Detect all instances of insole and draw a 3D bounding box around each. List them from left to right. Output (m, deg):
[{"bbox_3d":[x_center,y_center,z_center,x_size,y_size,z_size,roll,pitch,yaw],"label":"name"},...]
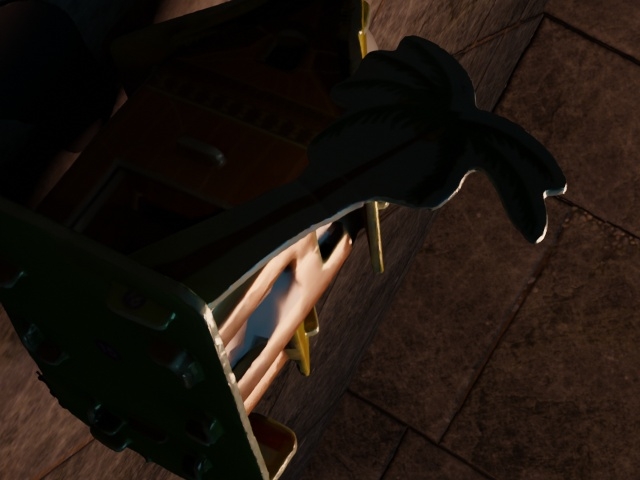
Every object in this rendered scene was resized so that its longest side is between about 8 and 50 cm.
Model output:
[{"bbox_3d":[-0.173,-0.102,0.814,0.080,0.003,0.232,-59,169,-3],"label":"insole"}]

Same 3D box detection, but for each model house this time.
[{"bbox_3d":[0.000,0.000,0.862,0.323,0.340,0.300,-55,154,-26],"label":"model house"}]

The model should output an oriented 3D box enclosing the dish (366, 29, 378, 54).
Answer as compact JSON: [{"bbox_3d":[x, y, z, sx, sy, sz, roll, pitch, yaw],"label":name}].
[{"bbox_3d":[0.004,-0.125,1.311,0.227,0.086,0.236,-64,167,24],"label":"dish"}]
